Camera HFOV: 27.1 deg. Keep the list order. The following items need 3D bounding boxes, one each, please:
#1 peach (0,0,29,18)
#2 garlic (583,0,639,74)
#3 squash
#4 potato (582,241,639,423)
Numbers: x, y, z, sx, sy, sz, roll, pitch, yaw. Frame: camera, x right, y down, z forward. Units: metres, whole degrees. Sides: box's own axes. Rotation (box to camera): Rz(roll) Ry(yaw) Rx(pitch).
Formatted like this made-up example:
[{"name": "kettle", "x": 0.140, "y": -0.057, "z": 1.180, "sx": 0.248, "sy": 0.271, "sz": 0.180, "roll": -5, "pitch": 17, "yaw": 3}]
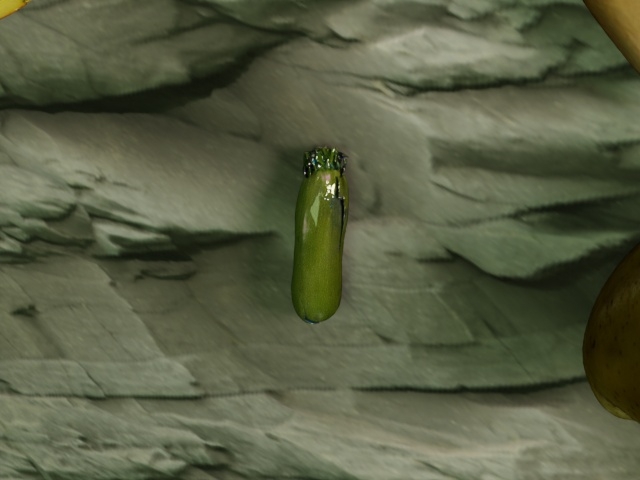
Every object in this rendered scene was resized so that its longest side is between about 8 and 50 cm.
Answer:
[{"name": "peach", "x": -0.319, "y": -0.317, "z": 1.102, "sx": 0.274, "sy": 0.248, "sz": 0.245, "roll": -30, "pitch": 76, "yaw": 32}, {"name": "garlic", "x": 0.265, "y": -0.158, "z": 0.919, "sx": 0.115, "sy": 0.128, "sz": 0.207, "roll": -40, "pitch": 98, "yaw": -3}, {"name": "squash", "x": 0.000, "y": 0.000, "z": 1.216, "sx": 0.052, "sy": 0.052, "sz": 0.183, "roll": 19, "pitch": 122, "yaw": 22}, {"name": "potato", "x": 0.313, "y": 0.050, "z": 0.937, "sx": 0.369, "sy": 0.176, "sz": 0.195, "roll": -29, "pitch": 80, "yaw": 63}]
